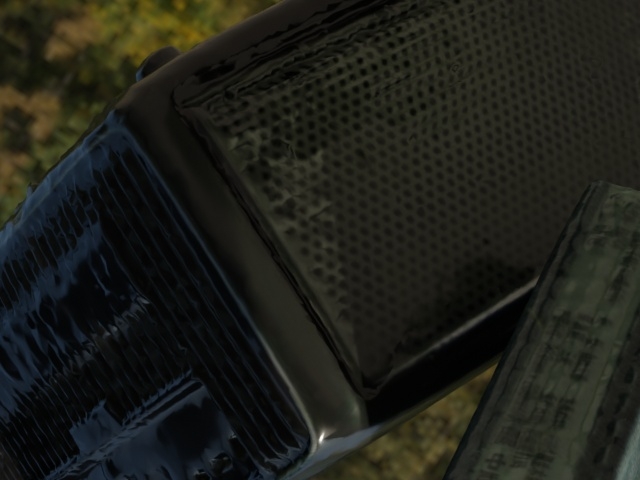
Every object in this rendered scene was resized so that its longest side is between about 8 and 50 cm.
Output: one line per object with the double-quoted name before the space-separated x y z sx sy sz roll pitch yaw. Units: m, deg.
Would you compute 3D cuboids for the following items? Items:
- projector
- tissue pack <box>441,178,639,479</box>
"projector" 0.000 0.000 1.089 0.242 0.405 0.395 58 144 3
"tissue pack" 0.120 0.122 0.840 0.081 0.257 0.185 11 136 21
